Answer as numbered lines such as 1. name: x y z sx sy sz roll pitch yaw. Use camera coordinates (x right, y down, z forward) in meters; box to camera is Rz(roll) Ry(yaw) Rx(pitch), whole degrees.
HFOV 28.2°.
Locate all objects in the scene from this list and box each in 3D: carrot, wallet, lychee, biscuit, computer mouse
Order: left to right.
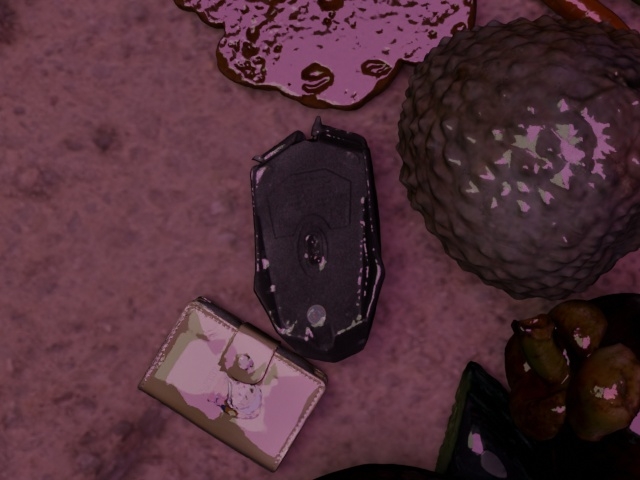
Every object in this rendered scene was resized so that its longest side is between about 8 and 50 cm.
1. wallet: -0.081 0.133 1.207 0.155 0.039 0.110 32 94 5
2. biscuit: 0.003 -0.228 1.210 0.290 0.041 0.208 7 88 6
3. computer mouse: 0.003 0.000 1.192 0.126 0.071 0.231 -11 77 18
4. carrot: 0.207 -0.248 1.198 0.248 0.043 0.043 39 91 2
5. lychee: 0.193 -0.081 1.089 0.255 0.255 0.274 -45 66 2

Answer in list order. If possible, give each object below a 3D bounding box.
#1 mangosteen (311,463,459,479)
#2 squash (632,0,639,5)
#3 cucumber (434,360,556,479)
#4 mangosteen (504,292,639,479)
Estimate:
1. mangosteen: 0.049 0.340 1.079 0.297 0.297 0.313 34 126 5
2. squash: 0.396 -0.210 1.165 0.319 0.071 0.080 23 70 2
3. cucumber: 0.174 0.218 1.169 0.193 0.086 0.115 44 90 -2
4. mangosteen: 0.245 0.131 1.091 0.231 0.194 0.194 22 90 -33
